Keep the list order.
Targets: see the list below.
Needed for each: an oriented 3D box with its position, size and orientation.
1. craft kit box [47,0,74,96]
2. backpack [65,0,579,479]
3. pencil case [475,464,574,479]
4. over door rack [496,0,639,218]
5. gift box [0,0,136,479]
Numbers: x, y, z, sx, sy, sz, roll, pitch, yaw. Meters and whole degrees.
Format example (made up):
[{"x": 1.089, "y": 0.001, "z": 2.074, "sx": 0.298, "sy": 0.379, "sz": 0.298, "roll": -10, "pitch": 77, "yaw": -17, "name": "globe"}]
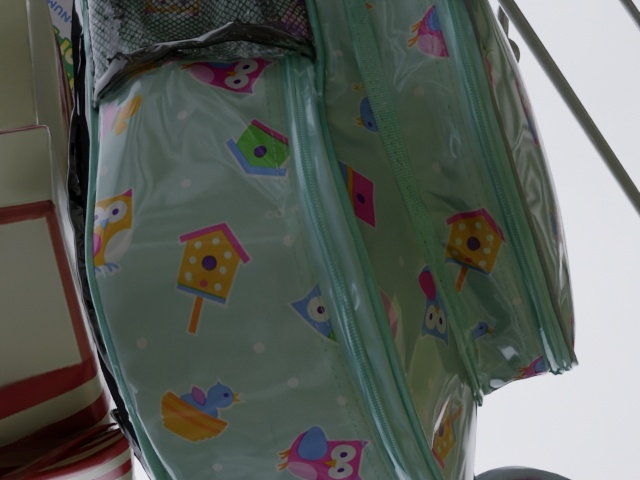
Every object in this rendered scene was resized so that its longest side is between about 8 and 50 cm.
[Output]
[{"x": -0.123, "y": -0.187, "z": 1.350, "sx": 0.250, "sy": 0.246, "sz": 0.061, "roll": 45, "pitch": -152, "yaw": 2, "name": "craft kit box"}, {"x": 0.000, "y": 0.000, "z": 0.519, "sx": 0.166, "sy": 0.144, "sz": 0.188, "roll": 68, "pitch": -162, "yaw": -44, "name": "backpack"}, {"x": 0.048, "y": 0.202, "z": 0.859, "sx": 0.124, "sy": 0.273, "sz": 0.113, "roll": 22, "pitch": -122, "yaw": -15, "name": "pencil case"}, {"x": 0.118, "y": -0.074, "z": 0.817, "sx": 0.324, "sy": 0.108, "sz": 0.239, "roll": 46, "pitch": -157, "yaw": 5, "name": "over door rack"}, {"x": -0.218, "y": 0.012, "z": 0.717, "sx": 0.258, "sy": 0.255, "sz": 0.276, "roll": -105, "pitch": 1, "yaw": -45, "name": "gift box"}]
